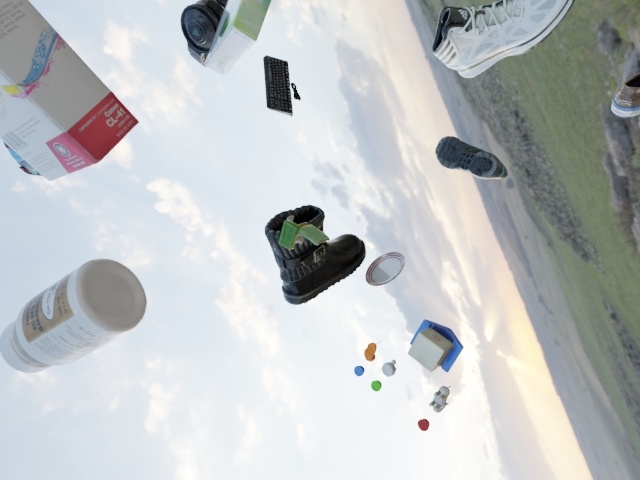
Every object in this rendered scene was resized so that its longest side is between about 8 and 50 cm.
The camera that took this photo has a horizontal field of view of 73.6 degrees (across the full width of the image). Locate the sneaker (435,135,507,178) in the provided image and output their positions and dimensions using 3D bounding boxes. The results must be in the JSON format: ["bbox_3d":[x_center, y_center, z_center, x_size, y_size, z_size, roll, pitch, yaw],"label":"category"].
[{"bbox_3d":[0.479,-0.256,1.376,0.106,0.101,0.267,8,-154,-37],"label":"sneaker"}]

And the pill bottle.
[{"bbox_3d":[-0.419,0.134,0.717,0.131,0.229,0.131,49,-157,-30],"label":"pill bottle"}]

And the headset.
[{"bbox_3d":[-0.311,-0.675,1.227,0.185,0.243,0.394,37,164,-6],"label":"headset"}]

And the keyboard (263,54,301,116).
[{"bbox_3d":[-0.102,-0.426,1.182,0.108,0.023,0.180,8,-114,-33],"label":"keyboard"}]

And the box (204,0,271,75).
[{"bbox_3d":[-0.143,-0.533,0.898,0.058,0.232,0.322,19,-97,-27],"label":"box"}]

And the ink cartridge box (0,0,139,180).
[{"bbox_3d":[-0.508,-0.265,0.733,0.306,0.226,0.131,55,-130,-34],"label":"ink cartridge box"}]

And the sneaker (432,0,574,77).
[{"bbox_3d":[0.550,-0.700,1.375,0.258,0.447,0.169,7,-108,-32],"label":"sneaker"}]

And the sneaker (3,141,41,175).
[{"bbox_3d":[-0.586,-0.245,0.987,0.262,0.104,0.125,-50,-19,-36],"label":"sneaker"}]

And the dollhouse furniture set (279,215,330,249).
[{"bbox_3d":[-0.036,-0.027,1.002,0.076,0.058,0.152,31,-153,24],"label":"dollhouse furniture set"}]

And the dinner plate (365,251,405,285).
[{"bbox_3d":[0.203,0.091,1.328,0.017,0.141,0.141,49,-153,-27],"label":"dinner plate"}]

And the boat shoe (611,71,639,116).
[{"bbox_3d":[0.598,-0.280,0.732,0.066,0.183,0.066,61,-178,38],"label":"boat shoe"}]

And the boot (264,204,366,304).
[{"bbox_3d":[0.002,0.001,1.246,0.348,0.131,0.260,-36,-51,-38],"label":"boot"}]

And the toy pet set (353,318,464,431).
[{"bbox_3d":[0.128,0.164,0.573,0.122,0.114,0.065,35,-160,30],"label":"toy pet set"}]
